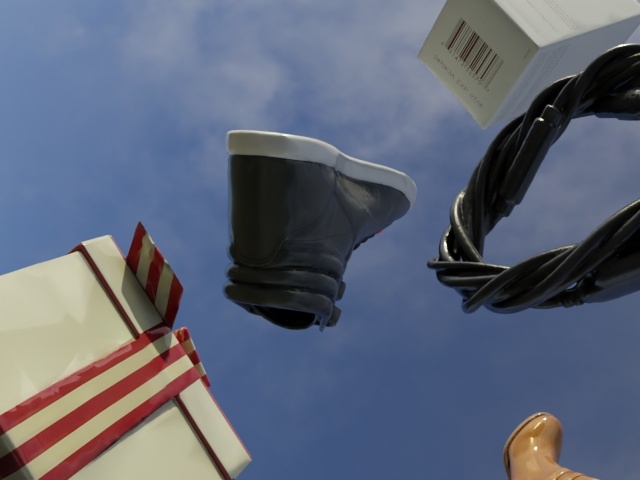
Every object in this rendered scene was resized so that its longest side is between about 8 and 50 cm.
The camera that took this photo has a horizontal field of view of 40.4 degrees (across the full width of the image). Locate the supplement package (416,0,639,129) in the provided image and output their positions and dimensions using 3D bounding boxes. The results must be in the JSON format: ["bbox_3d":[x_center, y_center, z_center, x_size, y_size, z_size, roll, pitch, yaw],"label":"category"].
[{"bbox_3d":[0.201,-0.195,0.825,0.105,0.179,0.105,52,-38,20],"label":"supplement package"}]

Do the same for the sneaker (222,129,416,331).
[{"bbox_3d":[-0.001,0.000,0.740,0.104,0.296,0.147,8,-89,24],"label":"sneaker"}]

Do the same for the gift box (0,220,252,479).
[{"bbox_3d":[-0.229,0.136,0.662,0.255,0.258,0.276,-28,-91,19],"label":"gift box"}]

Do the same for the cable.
[{"bbox_3d":[0.130,-0.032,0.450,0.184,0.047,0.150,-27,-138,33],"label":"cable"}]

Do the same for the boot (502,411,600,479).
[{"bbox_3d":[0.272,0.280,1.013,0.197,0.073,0.152,-56,-169,-29],"label":"boot"}]
